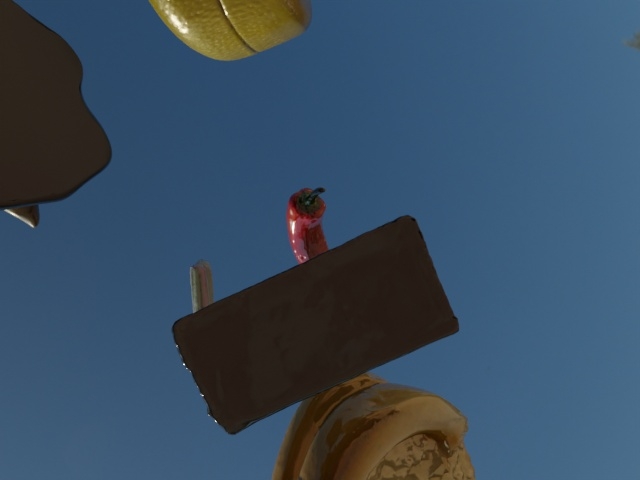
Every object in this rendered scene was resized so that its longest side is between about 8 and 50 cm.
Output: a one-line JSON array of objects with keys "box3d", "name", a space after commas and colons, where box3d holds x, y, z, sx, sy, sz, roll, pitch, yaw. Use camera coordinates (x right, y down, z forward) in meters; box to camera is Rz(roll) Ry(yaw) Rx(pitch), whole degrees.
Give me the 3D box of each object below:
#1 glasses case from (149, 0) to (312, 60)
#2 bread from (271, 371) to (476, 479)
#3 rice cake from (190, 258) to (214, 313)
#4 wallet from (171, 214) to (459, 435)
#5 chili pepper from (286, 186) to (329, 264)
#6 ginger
[{"box3d": [-0.123, -0.354, 0.625, 0.173, 0.141, 0.371, 14, -119, -75], "name": "glasses case"}, {"box3d": [0.087, 0.397, 1.005, 0.329, 0.245, 0.424, -8, -72, -15], "name": "bread"}, {"box3d": [-0.246, 0.155, 1.425, 0.042, 0.080, 0.222, -1, -81, -1], "name": "rice cake"}, {"box3d": [-0.002, 0.091, 0.721, 0.285, 0.030, 0.146, -24, -75, -7], "name": "wallet"}, {"box3d": [-0.004, 0.002, 1.497, 0.092, 0.137, 0.368, -52, -36, -30], "name": "chili pepper"}, {"box3d": [-0.508, -0.178, 0.915, 0.413, 0.211, 0.358, -11, -94, -67], "name": "ginger"}]
